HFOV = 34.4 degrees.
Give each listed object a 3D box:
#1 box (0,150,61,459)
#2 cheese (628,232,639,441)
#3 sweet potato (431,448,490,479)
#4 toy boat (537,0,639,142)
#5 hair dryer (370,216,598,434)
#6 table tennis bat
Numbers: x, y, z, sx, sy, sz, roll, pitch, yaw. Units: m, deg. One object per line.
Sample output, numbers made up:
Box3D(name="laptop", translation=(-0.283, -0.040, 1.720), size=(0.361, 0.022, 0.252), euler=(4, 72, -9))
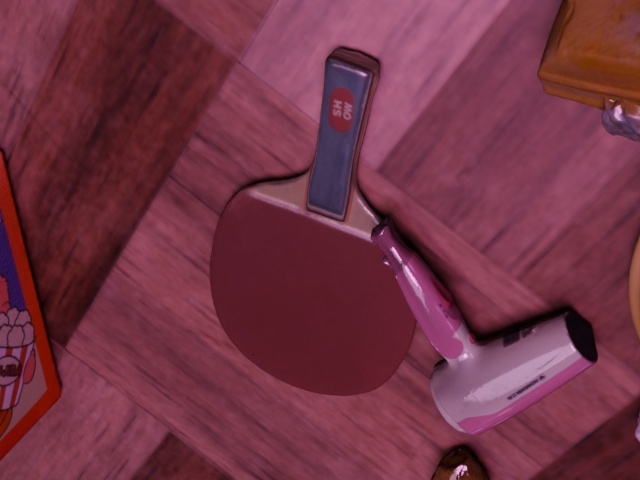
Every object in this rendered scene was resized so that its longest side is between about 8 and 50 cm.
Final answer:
Box3D(name="box", translation=(-0.431, 0.086, 0.744), size=(0.319, 0.348, 0.256), euler=(8, 123, 23))
Box3D(name="cheese", translation=(0.216, 0.060, 0.609), size=(0.086, 0.036, 0.162), euler=(17, 125, 17))
Box3D(name="sweet potato", translation=(0.074, 0.265, 0.791), size=(0.075, 0.075, 0.273), euler=(28, 126, 8))
Box3D(name="toy boat", translation=(0.241, -0.072, 0.447), size=(0.310, 0.115, 0.089), euler=(12, 82, 42))
Box3D(name="hair dryer", translation=(0.086, 0.047, 0.650), size=(0.154, 0.054, 0.106), euler=(43, 124, -11))
Box3D(name="table tennis bat", translation=(0.000, 0.000, 0.688), size=(0.154, 0.021, 0.274), euler=(20, 128, 12))
